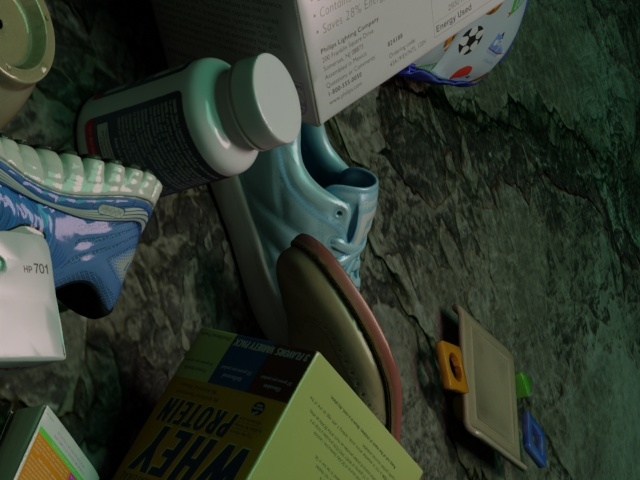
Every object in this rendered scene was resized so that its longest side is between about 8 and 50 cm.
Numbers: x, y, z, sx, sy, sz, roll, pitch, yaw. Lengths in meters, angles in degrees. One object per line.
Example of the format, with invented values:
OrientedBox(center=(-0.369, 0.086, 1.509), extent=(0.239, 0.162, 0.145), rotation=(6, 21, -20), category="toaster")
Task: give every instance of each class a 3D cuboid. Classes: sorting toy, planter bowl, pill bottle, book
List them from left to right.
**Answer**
OrientedBox(center=(-0.267, -0.147, 1.003), extent=(0.162, 0.109, 0.162), rotation=(37, 46, -51), category="planter bowl")
OrientedBox(center=(-0.215, 0.209, 1.012), extent=(0.096, 0.035, 0.144), rotation=(59, 31, -36), category="book")
OrientedBox(center=(-0.114, -0.101, 1.200), extent=(0.108, 0.180, 0.108), rotation=(38, 45, -51), category="pill bottle")
OrientedBox(center=(0.219, 0.205, 1.859), extent=(0.348, 0.047, 0.196), rotation=(40, 38, -50), category="sorting toy")

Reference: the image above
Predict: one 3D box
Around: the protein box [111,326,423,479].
OrientedBox(center=(-0.051, 0.217, 1.138), extent=(0.200, 0.136, 0.201), rotation=(51, 59, -40), category="protein box")

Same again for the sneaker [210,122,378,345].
OrientedBox(center=(0.000, 0.000, 1.408), extent=(0.365, 0.150, 0.135), rotation=(66, 28, -18), category="sneaker")

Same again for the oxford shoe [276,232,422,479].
OrientedBox(center=(0.005, 0.166, 1.337), extent=(0.130, 0.123, 0.348), rotation=(-22, 107, -19), category="oxford shoe")

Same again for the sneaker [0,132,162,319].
OrientedBox(center=(-0.251, -0.004, 0.924), extent=(0.330, 0.130, 0.147), rotation=(12, 86, -44), category="sneaker")

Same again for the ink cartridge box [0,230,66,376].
OrientedBox(center=(-0.270, 0.053, 0.800), extent=(0.140, 0.191, 0.082), rotation=(8, 70, -62), category="ink cartridge box")

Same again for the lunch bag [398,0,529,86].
OrientedBox(center=(0.163, -0.405, 1.836), extent=(0.328, 0.239, 0.385), rotation=(-5, 104, -65), category="lunch bag")

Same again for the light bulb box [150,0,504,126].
OrientedBox(center=(0.010, -0.362, 1.292), extent=(0.358, 0.225, 0.361), rotation=(-37, 131, -34), category="light bulb box")
